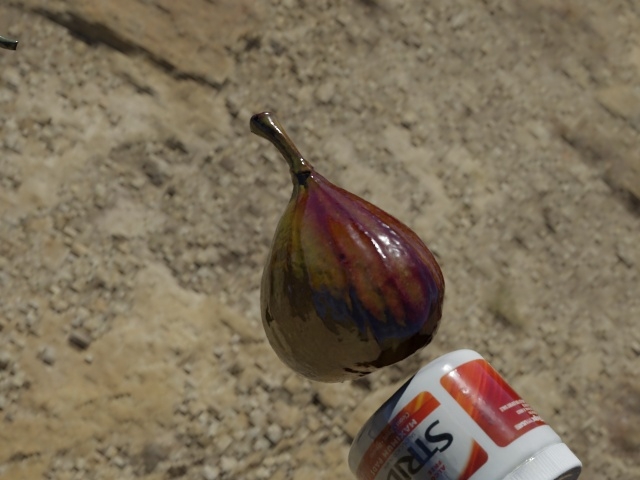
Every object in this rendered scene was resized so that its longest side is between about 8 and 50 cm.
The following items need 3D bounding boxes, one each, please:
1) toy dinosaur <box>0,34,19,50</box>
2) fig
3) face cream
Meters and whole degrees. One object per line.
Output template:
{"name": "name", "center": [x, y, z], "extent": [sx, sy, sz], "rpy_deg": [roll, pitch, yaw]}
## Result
{"name": "toy dinosaur", "center": [-0.320, -0.223, 1.214], "extent": [0.178, 0.087, 0.187], "rpy_deg": [5, 17, 6]}
{"name": "fig", "center": [0.000, 0.000, 1.586], "extent": [0.217, 0.217, 0.321], "rpy_deg": [-29, 91, -46]}
{"name": "face cream", "center": [0.159, 0.251, 1.591], "extent": [0.201, 0.201, 0.187], "rpy_deg": [-20, 59, -44]}
